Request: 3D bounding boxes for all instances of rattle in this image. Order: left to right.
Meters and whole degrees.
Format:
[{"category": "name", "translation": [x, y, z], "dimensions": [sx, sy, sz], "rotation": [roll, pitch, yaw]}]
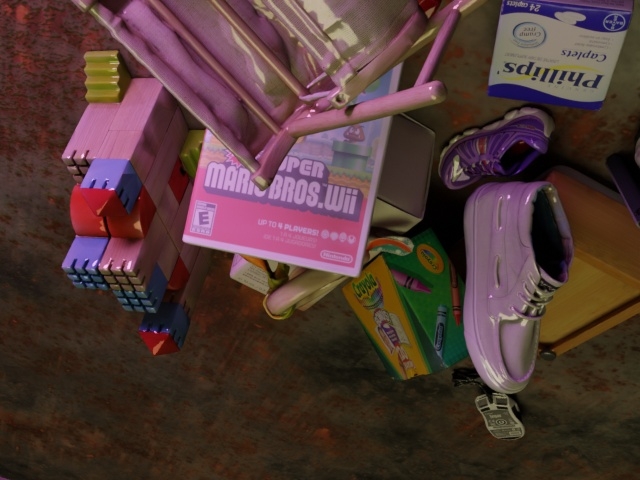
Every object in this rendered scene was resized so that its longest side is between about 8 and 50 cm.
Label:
[{"category": "rattle", "translation": [0.000, 0.000, 1.099], "dimensions": [0.199, 0.143, 0.130], "rotation": [-37, 154, 31]}]

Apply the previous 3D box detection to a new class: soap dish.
[{"category": "soap dish", "translation": [0.313, 0.043, 1.224], "dimensions": [0.229, 0.118, 0.291], "rotation": [26, 144, -15]}]

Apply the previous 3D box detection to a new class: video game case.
[{"category": "video game case", "translation": [-0.027, -0.117, 1.016], "dimensions": [0.204, 0.285, 0.025], "rotation": [11, 177, 6]}]

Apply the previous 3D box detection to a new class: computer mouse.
[{"category": "computer mouse", "translation": [0.314, 0.292, 1.631], "dimensions": [0.106, 0.042, 0.193], "rotation": [-11, 132, 25]}]

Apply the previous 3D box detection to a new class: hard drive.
[{"category": "hard drive", "translation": [0.392, -0.040, 1.070], "dimensions": [0.094, 0.135, 0.022], "rotation": [30, 120, -20]}]

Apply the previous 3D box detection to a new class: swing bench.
[{"category": "swing bench", "translation": [-0.036, -0.216, 0.814], "dimensions": [0.254, 0.165, 0.253], "rotation": [-21, 122, 44]}]

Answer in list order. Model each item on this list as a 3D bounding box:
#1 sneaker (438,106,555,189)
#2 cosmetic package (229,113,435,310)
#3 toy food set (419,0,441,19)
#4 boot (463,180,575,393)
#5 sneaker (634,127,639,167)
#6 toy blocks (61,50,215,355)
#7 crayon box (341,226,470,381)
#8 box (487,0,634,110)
[{"category": "sneaker", "translation": [0.208, -0.102, 1.106], "dimensions": [0.068, 0.071, 0.170], "rotation": [33, 142, -23]}, {"category": "cosmetic package", "translation": [0.010, -0.043, 1.192], "dimensions": [0.129, 0.153, 0.296], "rotation": [26, 145, -18]}, {"category": "toy food set", "translation": [0.078, -0.282, 0.906], "dimensions": [0.111, 0.104, 0.232], "rotation": [28, 131, -6]}, {"category": "boot", "translation": [0.236, 0.057, 1.061], "dimensions": [0.095, 0.258, 0.123], "rotation": [-9, -177, -27]}, {"category": "sneaker", "translation": [0.535, -0.020, 1.033], "dimensions": [0.384, 0.147, 0.145], "rotation": [17, 143, -4]}, {"category": "toy blocks", "translation": [-0.242, -0.023, 1.215], "dimensions": [0.191, 0.261, 0.381], "rotation": [3, 142, 17]}, {"category": "crayon box", "translation": [0.125, 0.098, 1.252], "dimensions": [0.165, 0.081, 0.278], "rotation": [61, 166, 6]}, {"category": "box", "translation": [0.247, -0.212, 0.940], "dimensions": [0.126, 0.072, 0.137], "rotation": [9, 145, 9]}]
